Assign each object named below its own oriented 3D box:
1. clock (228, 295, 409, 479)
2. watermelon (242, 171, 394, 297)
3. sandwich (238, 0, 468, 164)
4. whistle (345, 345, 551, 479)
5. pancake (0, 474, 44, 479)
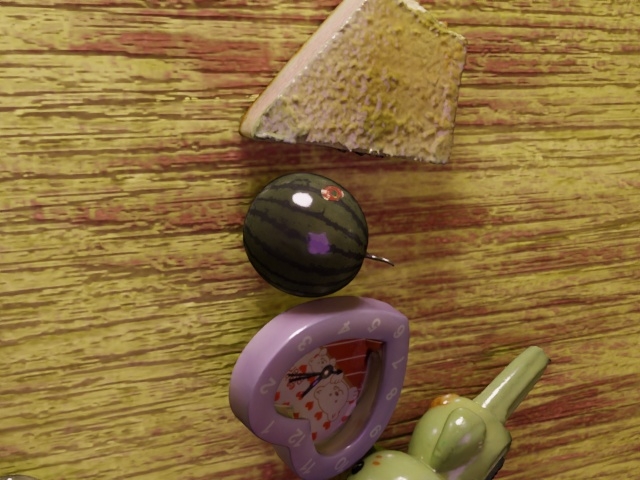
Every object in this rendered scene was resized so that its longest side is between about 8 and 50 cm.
[{"bbox_3d":[0.005,0.119,0.721,0.172,0.064,0.198,-46,136,-12],"label":"clock"},{"bbox_3d":[0.000,0.000,0.673,0.133,0.105,0.105,22,93,1],"label":"watermelon"},{"bbox_3d":[0.034,-0.155,0.689,0.193,0.058,0.162,4,99,-24],"label":"sandwich"},{"bbox_3d":[0.116,0.214,0.793,0.141,0.141,0.294,48,61,-26],"label":"whistle"},{"bbox_3d":[-0.264,0.329,0.667,0.295,0.049,0.294,-5,104,-22],"label":"pancake"}]
